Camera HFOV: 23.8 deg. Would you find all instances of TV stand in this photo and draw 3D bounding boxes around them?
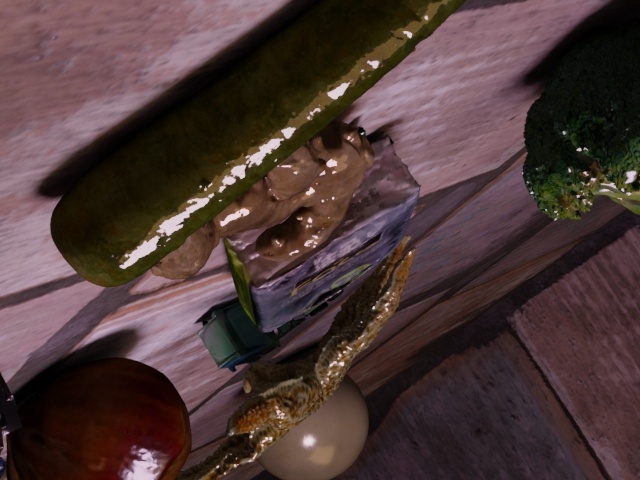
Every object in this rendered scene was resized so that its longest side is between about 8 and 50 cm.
[{"bbox_3d":[-0.270,0.115,1.199,0.040,0.049,0.256,-27,169,-15],"label":"TV stand"}]

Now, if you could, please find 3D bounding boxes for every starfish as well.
[{"bbox_3d":[-0.016,0.137,1.578,0.358,0.078,0.347,-41,180,35],"label":"starfish"}]

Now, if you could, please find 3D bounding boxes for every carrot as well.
[{"bbox_3d":[-0.018,-0.095,0.917,0.358,0.074,0.074,-38,169,13],"label":"carrot"}]

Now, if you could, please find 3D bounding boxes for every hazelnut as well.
[{"bbox_3d":[-0.212,0.193,1.462,0.178,0.178,0.204,-25,168,-33],"label":"hazelnut"}]

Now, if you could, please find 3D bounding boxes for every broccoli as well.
[{"bbox_3d":[0.323,-0.083,1.413,0.254,0.269,0.269,-42,168,15],"label":"broccoli"}]

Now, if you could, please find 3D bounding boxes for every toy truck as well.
[{"bbox_3d":[-0.050,0.071,1.586,0.175,0.067,0.081,-37,170,32],"label":"toy truck"}]

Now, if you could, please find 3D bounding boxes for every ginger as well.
[{"bbox_3d":[-0.050,-0.036,1.127,0.149,0.065,0.258,-50,158,20],"label":"ginger"}]

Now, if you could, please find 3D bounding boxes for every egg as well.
[{"bbox_3d":[-0.020,0.272,2.291,0.186,0.186,0.241,-33,176,4],"label":"egg"}]

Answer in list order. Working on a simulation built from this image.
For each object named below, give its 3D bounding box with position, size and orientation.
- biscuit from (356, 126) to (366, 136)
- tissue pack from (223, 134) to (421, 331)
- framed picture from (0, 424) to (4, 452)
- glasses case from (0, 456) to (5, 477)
[{"bbox_3d":[-0.003,-0.064,1.234,0.089,0.016,0.046,-32,168,-4],"label":"biscuit"},{"bbox_3d":[0.000,0.000,1.385,0.173,0.073,0.235,-32,170,-8],"label":"tissue pack"},{"bbox_3d":[-0.336,0.185,1.261,0.128,0.023,0.168,-4,164,-19],"label":"framed picture"},{"bbox_3d":[-0.359,0.248,1.630,0.033,0.023,0.083,-14,162,-23],"label":"glasses case"}]
